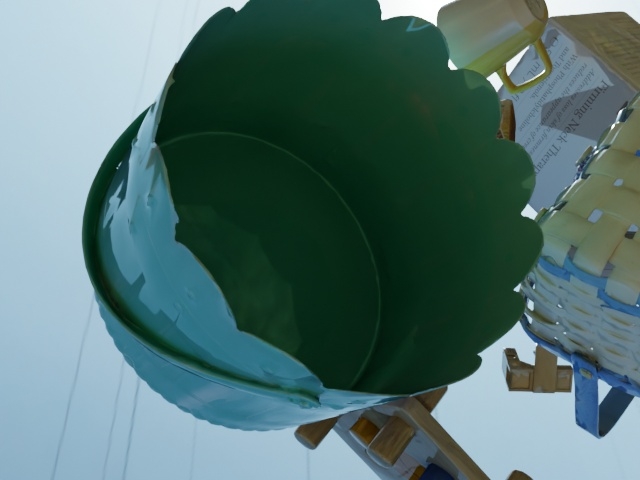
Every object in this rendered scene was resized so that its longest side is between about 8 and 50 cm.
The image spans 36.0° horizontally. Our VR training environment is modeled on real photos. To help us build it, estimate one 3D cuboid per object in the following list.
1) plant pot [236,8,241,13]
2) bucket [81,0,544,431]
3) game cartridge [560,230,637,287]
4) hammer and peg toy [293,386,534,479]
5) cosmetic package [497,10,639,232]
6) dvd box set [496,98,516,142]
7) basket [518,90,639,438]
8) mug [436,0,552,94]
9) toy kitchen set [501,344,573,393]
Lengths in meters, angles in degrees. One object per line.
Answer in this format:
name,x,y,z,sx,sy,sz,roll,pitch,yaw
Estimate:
plant pot,-0.073,-0.243,1.411,0.191,0.174,0.191,-20,-155,10
bucket,-0.014,-0.010,0.654,0.281,0.183,0.281,14,-119,-26
game cartridge,0.353,0.022,1.176,0.294,0.060,0.196,2,-176,-2
hammer and peg toy,0.155,0.313,1.249,0.361,0.266,0.127,48,-114,-16
cosmetic package,0.584,-0.213,1.981,0.327,0.329,0.394,-16,-123,-47
dvd box set,0.154,-0.102,1.560,0.307,0.062,0.420,-9,-155,16
basket,0.297,0.023,0.856,0.201,0.289,0.255,28,-110,35
mug,0.132,-0.152,0.704,0.078,0.064,0.062,29,-130,-35
toy kitchen set,0.292,0.159,1.323,0.083,0.068,0.075,1,-163,2
